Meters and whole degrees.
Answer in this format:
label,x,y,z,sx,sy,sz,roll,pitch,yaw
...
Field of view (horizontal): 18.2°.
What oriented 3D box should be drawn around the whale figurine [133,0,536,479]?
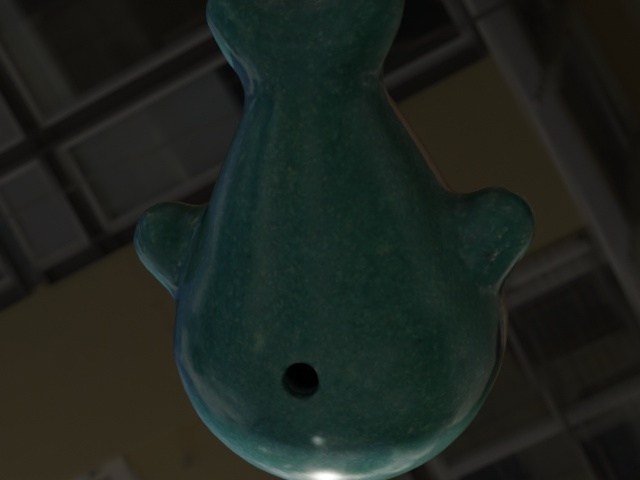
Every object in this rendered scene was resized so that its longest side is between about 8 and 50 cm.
label,x,y,z,sx,sy,sz,roll,pitch,yaw
whale figurine,0.000,0.000,1.024,0.141,0.216,0.272,-55,-38,-66
